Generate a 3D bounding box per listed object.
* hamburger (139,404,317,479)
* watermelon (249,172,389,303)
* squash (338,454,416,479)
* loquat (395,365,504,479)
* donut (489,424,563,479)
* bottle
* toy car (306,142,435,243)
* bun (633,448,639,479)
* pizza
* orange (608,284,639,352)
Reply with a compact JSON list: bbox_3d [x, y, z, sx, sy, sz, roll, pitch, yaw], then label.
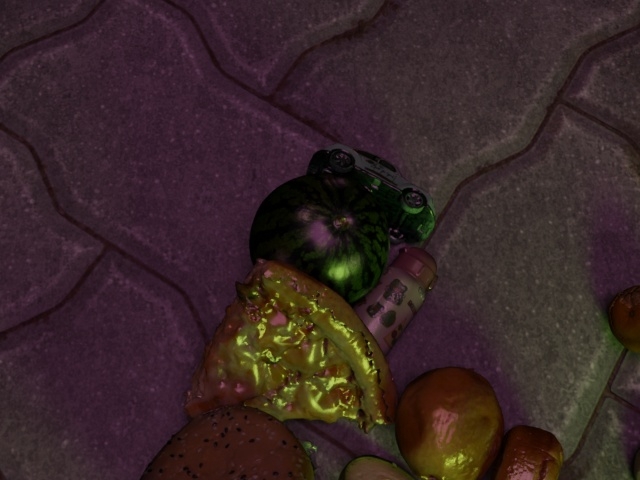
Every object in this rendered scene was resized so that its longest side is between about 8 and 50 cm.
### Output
[{"bbox_3d":[-0.159,0.447,1.288,0.318,0.195,0.276,0,41,10],"label":"hamburger"},{"bbox_3d":[0.000,0.000,1.456,0.285,0.285,0.285,1,72,-3],"label":"watermelon"},{"bbox_3d":[0.127,0.507,1.352,0.219,0.219,0.041,37,116,8],"label":"squash"},{"bbox_3d":[0.251,0.360,1.380,0.238,0.193,0.238,21,57,-35],"label":"loquat"},{"bbox_3d":[0.384,0.462,1.361,0.114,0.226,0.226,20,71,15],"label":"donut"},{"bbox_3d":[0.153,0.126,1.504,0.120,0.120,0.253,37,74,8],"label":"bottle"},{"bbox_3d":[0.120,-0.114,1.578,0.306,0.136,0.125,27,51,4],"label":"toy car"},{"bbox_3d":[0.727,0.472,1.427,0.173,0.113,0.166,34,73,10],"label":"bun"},{"bbox_3d":[-0.052,0.209,1.361,0.435,0.080,0.391,-2,116,-6],"label":"pizza"},{"bbox_3d":[0.693,0.167,1.515,0.134,0.157,0.156,22,66,-39],"label":"orange"}]
